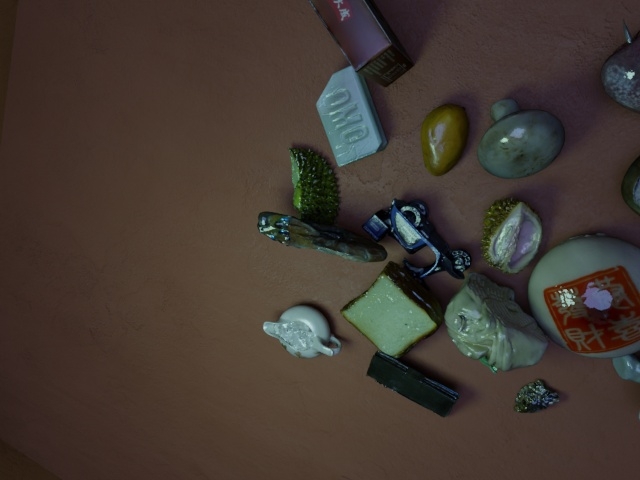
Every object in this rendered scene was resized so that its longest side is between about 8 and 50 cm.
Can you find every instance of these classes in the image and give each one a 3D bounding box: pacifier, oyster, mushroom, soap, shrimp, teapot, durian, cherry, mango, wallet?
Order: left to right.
[{"bbox_3d":[-0.056,0.345,1.856,0.298,0.139,0.204,12,102,18],"label":"teapot"},{"bbox_3d":[-0.033,-0.151,1.783,0.170,0.158,0.355,17,110,54],"label":"durian"},{"bbox_3d":[0.000,0.000,1.639,0.446,0.221,0.109,14,102,13],"label":"shrimp"},{"bbox_3d":[0.096,-0.410,1.667,0.173,0.095,0.289,-18,94,22],"label":"soap"},{"bbox_3d":[0.319,0.508,1.768,0.317,0.044,0.169,26,141,16],"label":"wallet"},{"bbox_3d":[0.383,-0.315,1.575,0.147,0.109,0.227,11,105,-7],"label":"mango"},{"bbox_3d":[0.581,-0.017,1.554,0.138,0.183,0.249,24,117,53],"label":"durian"},{"bbox_3d":[0.576,-0.310,1.469,0.244,0.243,0.243,4,102,20],"label":"mushroom"},{"bbox_3d":[0.705,0.532,1.659,0.103,0.051,0.148,43,122,15],"label":"oyster"},{"bbox_3d":[0.973,0.397,1.489,0.207,0.228,0.278,24,134,48],"label":"pacifier"},{"bbox_3d":[0.868,-0.458,1.310,0.236,0.213,0.285,-32,98,31],"label":"cherry"}]

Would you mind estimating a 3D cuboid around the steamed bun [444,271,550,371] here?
[{"bbox_3d":[0.518,0.268,1.547,0.275,0.320,0.206,16,120,-22],"label":"steamed bun"}]

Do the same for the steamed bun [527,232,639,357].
[{"bbox_3d":[0.803,0.174,1.450,0.375,0.241,0.374,5,106,18],"label":"steamed bun"}]

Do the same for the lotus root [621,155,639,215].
[{"bbox_3d":[0.964,-0.157,1.351,0.272,0.192,0.271,3,105,10],"label":"lotus root"}]

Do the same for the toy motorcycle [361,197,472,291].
[{"bbox_3d":[0.324,0.017,1.663,0.358,0.125,0.212,47,121,9],"label":"toy motorcycle"}]

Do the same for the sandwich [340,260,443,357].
[{"bbox_3d":[0.249,0.245,1.701,0.271,0.099,0.301,42,132,3],"label":"sandwich"}]

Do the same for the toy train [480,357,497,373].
[{"bbox_3d":[0.549,0.357,1.664,0.149,0.081,0.099,45,113,6],"label":"toy train"}]

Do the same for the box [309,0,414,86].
[{"bbox_3d":[0.107,-0.642,1.457,0.122,0.385,0.344,-33,88,22],"label":"box"}]
